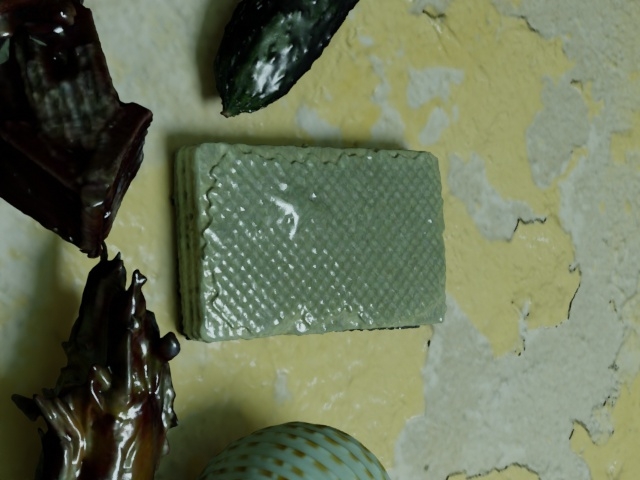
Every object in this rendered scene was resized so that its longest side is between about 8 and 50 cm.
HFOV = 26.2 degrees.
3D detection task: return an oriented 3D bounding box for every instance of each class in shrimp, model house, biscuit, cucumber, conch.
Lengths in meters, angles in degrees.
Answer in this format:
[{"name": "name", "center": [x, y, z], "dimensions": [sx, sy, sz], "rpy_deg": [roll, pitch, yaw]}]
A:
[{"name": "shrimp", "center": [-0.165, 0.143, 0.709], "dimensions": [0.178, 0.075, 0.289], "rpy_deg": [3, 100, -37]}, {"name": "model house", "center": [-0.180, -0.049, 0.624], "dimensions": [0.141, 0.203, 0.164], "rpy_deg": [57, 20, -61]}, {"name": "biscuit", "center": [0.000, 0.000, 0.860], "dimensions": [0.199, 0.040, 0.121], "rpy_deg": [-2, 88, -39]}, {"name": "cucumber", "center": [0.006, -0.173, 0.854], "dimensions": [0.067, 0.067, 0.245], "rpy_deg": [51, 60, -26]}, {"name": "conch", "center": [-0.029, 0.171, 0.792], "dimensions": [0.153, 0.102, 0.135], "rpy_deg": [-13, 125, -19]}]
